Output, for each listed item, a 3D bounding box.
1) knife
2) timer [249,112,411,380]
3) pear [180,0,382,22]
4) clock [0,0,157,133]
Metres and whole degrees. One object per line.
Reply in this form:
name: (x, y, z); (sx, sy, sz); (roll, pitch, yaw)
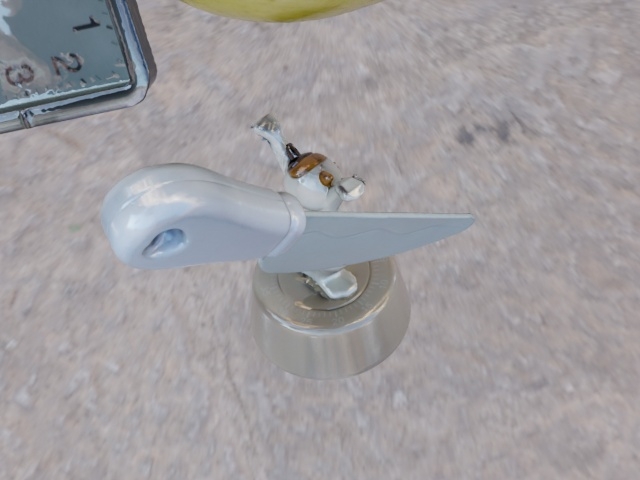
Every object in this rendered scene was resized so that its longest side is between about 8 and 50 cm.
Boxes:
knife: (-0.013, -0.003, 1.019); (0.080, 0.331, 0.044); (-43, 63, 27)
timer: (0.000, 0.000, 1.628); (0.175, 0.175, 0.266); (-6, 140, 1)
pear: (-0.020, -0.336, 1.172); (0.418, 0.362, 0.362); (7, 102, -34)
clock: (-0.311, -0.236, 1.491); (0.278, 0.049, 0.273); (-9, 111, 17)
